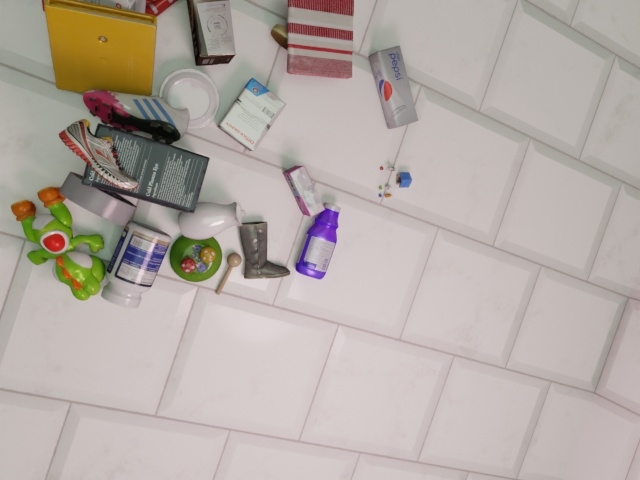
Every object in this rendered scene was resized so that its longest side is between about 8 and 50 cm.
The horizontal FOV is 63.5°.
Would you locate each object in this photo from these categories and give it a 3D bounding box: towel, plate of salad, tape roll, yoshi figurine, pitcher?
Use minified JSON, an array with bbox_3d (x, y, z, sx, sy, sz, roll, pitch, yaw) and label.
[{"bbox_3d":[0.000,-0.727,1.764,0.237,0.037,0.328,-1,97,-21],"label":"towel"},{"bbox_3d":[-0.440,-0.475,1.739,0.200,0.048,0.199,-5,109,-14],"label":"plate of salad"},{"bbox_3d":[-0.691,-0.129,1.611,0.219,0.219,0.072,31,87,-20],"label":"tape roll"},{"bbox_3d":[-0.808,0.022,1.647,0.203,0.204,0.361,-31,93,-54],"label":"yoshi figurine"},{"bbox_3d":[-0.367,-0.075,1.777,0.207,0.178,0.125,-11,93,3],"label":"pitcher"}]

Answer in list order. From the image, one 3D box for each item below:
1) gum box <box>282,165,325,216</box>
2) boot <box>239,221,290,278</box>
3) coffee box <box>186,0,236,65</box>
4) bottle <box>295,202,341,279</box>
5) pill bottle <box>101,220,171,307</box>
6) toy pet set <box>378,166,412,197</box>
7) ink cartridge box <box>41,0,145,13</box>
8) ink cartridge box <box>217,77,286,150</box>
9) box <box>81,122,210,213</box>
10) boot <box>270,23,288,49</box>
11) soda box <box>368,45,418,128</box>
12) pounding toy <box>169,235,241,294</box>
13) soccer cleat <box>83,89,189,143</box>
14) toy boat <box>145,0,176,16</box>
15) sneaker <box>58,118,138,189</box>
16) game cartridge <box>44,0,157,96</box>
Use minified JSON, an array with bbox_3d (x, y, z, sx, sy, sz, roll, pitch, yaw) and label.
[{"bbox_3d":[-0.059,-0.176,1.879,0.062,0.107,0.188,-29,106,-13],"label":"gum box"},{"bbox_3d":[-0.202,0.034,1.888,0.190,0.076,0.208,-1,91,-21],"label":"boot"},{"bbox_3d":[-0.360,-0.731,1.666,0.119,0.168,0.296,-9,100,-18],"label":"coffee box"},{"bbox_3d":[0.000,0.000,1.932,0.118,0.092,0.282,18,92,-21],"label":"bottle"},{"bbox_3d":[-0.611,0.080,1.703,0.153,0.153,0.264,24,90,-20],"label":"pill bottle"},{"bbox_3d":[0.292,-0.227,2.014,0.114,0.065,0.122,-2,99,-18],"label":"toy pet set"},{"bbox_3d":[-0.660,-0.709,1.510,0.273,0.197,0.114,27,55,-6],"label":"ink cartridge box"},{"bbox_3d":[-0.240,-0.432,1.792,0.148,0.086,0.203,36,86,-19],"label":"ink cartridge box"},{"bbox_3d":[-0.531,-0.220,1.587,0.313,0.343,0.178,15,94,-21],"label":"box"},{"bbox_3d":[-0.029,-0.748,1.814,0.262,0.095,0.203,19,92,-22],"label":"boot"},{"bbox_3d":[0.274,-0.572,1.945,0.098,0.091,0.286,-20,103,-15],"label":"soda box"},{"bbox_3d":[-0.403,0.077,1.796,0.237,0.110,0.182,32,87,-20],"label":"pounding toy"},{"bbox_3d":[-0.581,-0.417,1.661,0.332,0.116,0.143,21,55,-3],"label":"soccer cleat"},{"bbox_3d":[-0.535,-0.791,1.606,0.231,0.151,0.151,-43,108,-9],"label":"toy boat"},{"bbox_3d":[-0.563,-0.221,1.348,0.092,0.088,0.225,-46,110,-7],"label":"sneaker"},{"bbox_3d":[-0.642,-0.553,1.534,0.286,0.323,0.052,4,63,-20],"label":"game cartridge"}]
